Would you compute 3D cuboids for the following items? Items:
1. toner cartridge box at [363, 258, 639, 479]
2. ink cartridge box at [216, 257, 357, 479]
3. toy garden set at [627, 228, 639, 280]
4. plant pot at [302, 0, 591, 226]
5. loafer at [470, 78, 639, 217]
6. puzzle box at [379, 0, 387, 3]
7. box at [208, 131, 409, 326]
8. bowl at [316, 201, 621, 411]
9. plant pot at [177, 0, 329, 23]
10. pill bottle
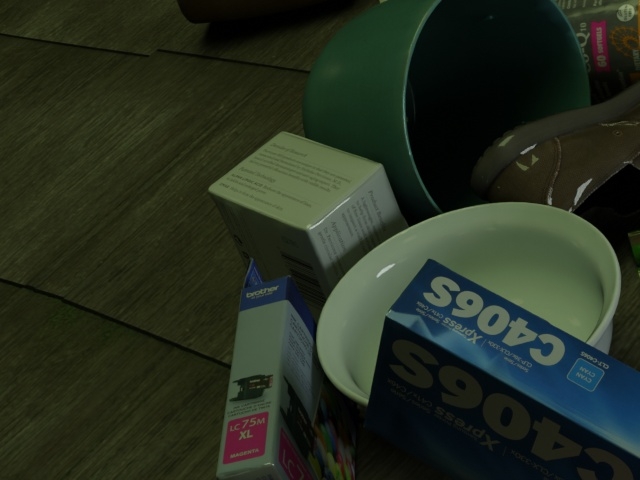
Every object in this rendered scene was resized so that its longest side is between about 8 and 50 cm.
[{"bbox_3d":[0.205,0.165,1.190,0.348,0.165,0.075,28,55,17],"label":"toner cartridge box"},{"bbox_3d":[-0.024,0.169,1.426,0.065,0.186,0.311,-18,33,13],"label":"ink cartridge box"},{"bbox_3d":[0.416,0.029,1.483,0.204,0.049,0.244,-16,34,11],"label":"toy garden set"},{"bbox_3d":[0.120,-0.147,1.708,0.235,0.293,0.293,4,41,49],"label":"plant pot"},{"bbox_3d":[0.334,-0.084,1.610,0.366,0.134,0.130,-22,67,-20],"label":"loafer"},{"bbox_3d":[0.208,-0.426,2.237,0.272,0.052,0.409,-17,34,8],"label":"puzzle box"},{"bbox_3d":[0.000,0.000,1.651,0.119,0.181,0.182,-39,36,-24],"label":"box"},{"bbox_3d":[0.154,0.105,1.457,0.298,0.134,0.298,-15,34,11],"label":"bowl"},{"bbox_3d":[-0.067,-0.441,2.297,0.254,0.237,0.237,5,41,14],"label":"plant pot"},{"bbox_3d":[0.305,-0.237,1.819,0.278,0.162,0.162,-3,39,29],"label":"pill bottle"}]
